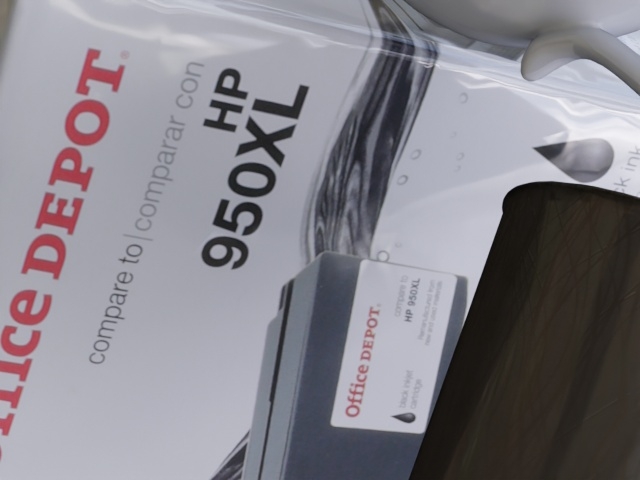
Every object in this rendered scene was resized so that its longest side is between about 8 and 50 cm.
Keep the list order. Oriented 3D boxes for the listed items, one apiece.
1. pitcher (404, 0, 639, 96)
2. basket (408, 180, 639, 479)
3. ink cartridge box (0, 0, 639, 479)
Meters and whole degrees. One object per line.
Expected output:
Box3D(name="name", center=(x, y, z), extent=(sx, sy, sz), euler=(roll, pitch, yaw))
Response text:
Box3D(name="pitcher", center=(0.106, -0.109, 0.505), extent=(0.207, 0.125, 0.178), euler=(0, -103, 49))
Box3D(name="basket", center=(0.102, 0.126, 0.497), extent=(0.227, 0.204, 0.154), euler=(-60, 172, -14))
Box3D(name="ink cartridge box", center=(0.000, 0.000, 0.735), extent=(0.166, 0.395, 0.285), euler=(-114, -140, -54))
